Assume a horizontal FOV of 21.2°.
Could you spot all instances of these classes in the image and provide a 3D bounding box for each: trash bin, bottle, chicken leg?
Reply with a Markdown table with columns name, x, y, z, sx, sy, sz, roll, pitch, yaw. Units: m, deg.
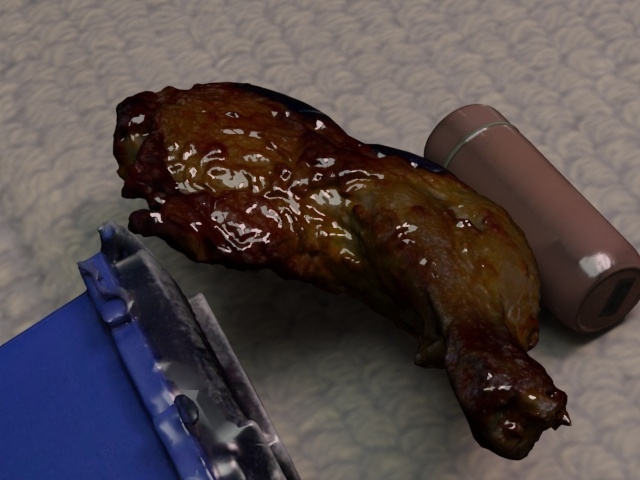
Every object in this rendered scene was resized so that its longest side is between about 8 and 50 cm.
| name | x | y | z | sx | sy | sz | roll | pitch | yaw |
| --- | --- | --- | --- | --- | --- | --- | --- | --- | --- |
| trash bin | -0.130 | 0.126 | 0.752 | 0.234 | 0.162 | 0.184 | -28 | 51 | -5 |
| bottle | 0.108 | -0.014 | 0.880 | 0.053 | 0.053 | 0.140 | -29 | 52 | -12 |
| chicken leg | 0.010 | -0.001 | 0.820 | 0.322 | 0.083 | 0.177 | 28 | 24 | 27 |
